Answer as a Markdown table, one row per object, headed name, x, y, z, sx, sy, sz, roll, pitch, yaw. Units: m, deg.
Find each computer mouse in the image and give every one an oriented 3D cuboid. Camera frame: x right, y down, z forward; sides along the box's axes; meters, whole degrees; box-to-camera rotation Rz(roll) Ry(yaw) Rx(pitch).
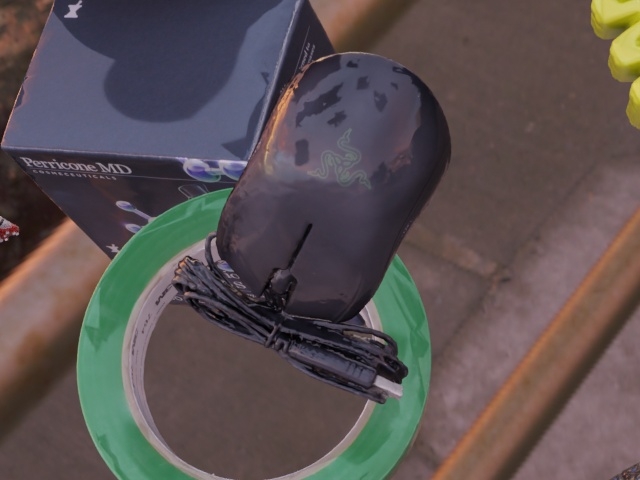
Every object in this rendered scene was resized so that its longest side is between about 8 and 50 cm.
| name | x | y | z | sx | sy | sz | roll | pitch | yaw |
| --- | --- | --- | --- | --- | --- | --- | --- | --- | --- |
| computer mouse | 0.000 | 0.000 | 0.924 | 0.188 | 0.272 | 0.072 | 26 | 42 | 5 |

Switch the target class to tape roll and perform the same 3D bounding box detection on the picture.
| name | x | y | z | sx | sy | sz | roll | pitch | yaw |
| --- | --- | --- | --- | --- | --- | --- | --- | --- | --- |
| tape roll | -0.058 | 0.113 | 1.287 | 0.321 | 0.077 | 0.321 | -1 | 74 | 2 |

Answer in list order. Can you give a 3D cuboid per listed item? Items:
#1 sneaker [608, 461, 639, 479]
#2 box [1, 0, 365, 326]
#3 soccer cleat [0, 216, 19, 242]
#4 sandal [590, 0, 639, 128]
| name | x | y | z | sx | sy | sz | roll | pitch | yaw |
| --- | --- | --- | --- | --- | --- | --- | --- | --- | --- |
| sneaker | 0.109 | 0.153 | 0.597 | 0.135 | 0.058 | 0.052 | -33 | 5 | 10 |
| box | -0.113 | -0.087 | 1.575 | 0.293 | 0.395 | 0.212 | 5 | 65 | 23 |
| soccer cleat | -0.369 | -0.019 | 1.583 | 0.029 | 0.083 | 0.036 | -26 | 79 | 19 |
| sandal | 0.241 | -0.111 | 0.826 | 0.138 | 0.126 | 0.317 | -21 | 91 | 6 |
